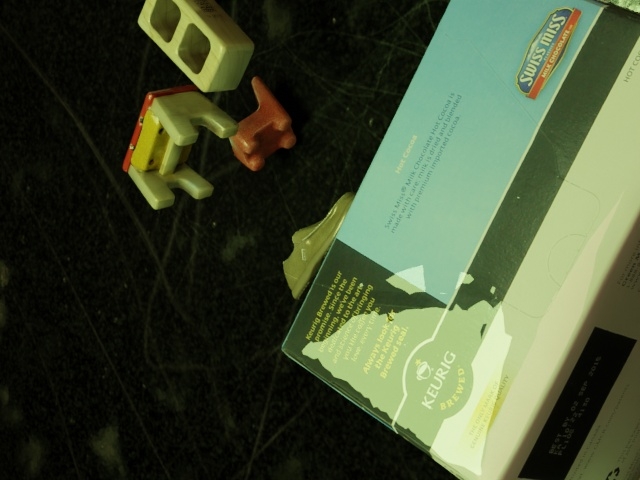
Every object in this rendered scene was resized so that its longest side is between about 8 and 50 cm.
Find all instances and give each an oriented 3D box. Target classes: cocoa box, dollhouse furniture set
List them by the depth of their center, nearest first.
[{"bbox_3d":[0.177,0.000,1.050,0.228,0.231,0.347,31,98,37],"label":"cocoa box"},{"bbox_3d":[-0.075,-0.231,1.342,0.152,0.201,0.374,48,131,27],"label":"dollhouse furniture set"}]

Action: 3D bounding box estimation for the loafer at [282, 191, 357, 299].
[{"bbox_3d":[0.000,0.000,1.392,0.050,0.056,0.148,48,125,20],"label":"loafer"}]
